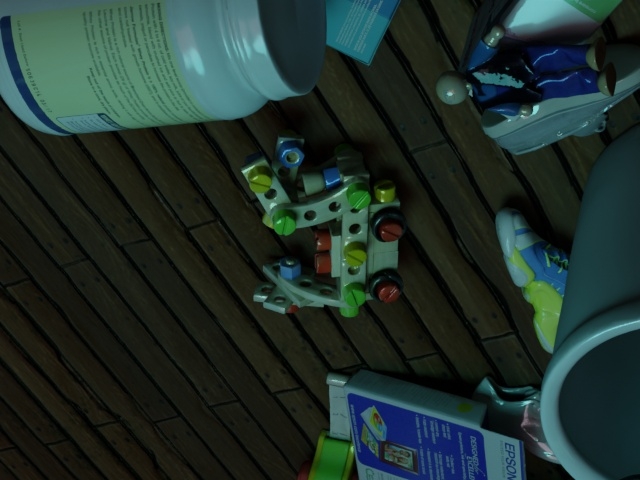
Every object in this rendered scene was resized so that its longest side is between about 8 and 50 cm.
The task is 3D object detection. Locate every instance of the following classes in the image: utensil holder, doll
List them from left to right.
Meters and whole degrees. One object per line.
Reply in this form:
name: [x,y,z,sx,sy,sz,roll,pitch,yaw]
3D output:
doll: [0.209,-0.177,1.362,0.189,0.046,0.129,-5,138,31]
utensil holder: [0.436,0.076,1.492,0.328,0.385,0.327,9,132,10]

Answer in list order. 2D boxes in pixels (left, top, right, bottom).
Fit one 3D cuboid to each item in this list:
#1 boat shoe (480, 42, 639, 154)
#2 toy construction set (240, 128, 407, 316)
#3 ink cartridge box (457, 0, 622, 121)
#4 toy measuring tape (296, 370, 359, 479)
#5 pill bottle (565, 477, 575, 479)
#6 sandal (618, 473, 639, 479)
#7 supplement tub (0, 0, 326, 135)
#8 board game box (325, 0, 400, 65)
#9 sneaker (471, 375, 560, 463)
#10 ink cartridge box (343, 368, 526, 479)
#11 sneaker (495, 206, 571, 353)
boat shoe: [0.304,-0.164,1.544,0.227,0.079,0.081,-21,130,38]
toy construction set: [0.000,0.000,1.730,0.215,0.151,0.327,-6,141,-9]
ink cartridge box: [0.247,-0.258,1.417,0.093,0.154,0.212,29,133,-8]
toy measuring tape: [0.017,0.358,2.065,0.121,0.121,0.330,10,132,10]
pill bottle: [0.451,0.434,1.949,0.302,0.169,0.169,-15,124,28]
sandal: [0.360,0.297,1.428,0.067,0.040,0.179,1,145,25]
supplement tub: [-0.178,-0.242,1.412,0.325,0.235,0.235,-3,129,21]
board game box: [-0.043,-0.380,1.459,0.336,0.079,0.253,25,134,-3]
sneaker: [0.327,0.262,1.910,0.212,0.080,0.094,17,121,5]
ink cartridge box: [0.192,0.361,1.963,0.307,0.072,0.303,12,127,31]
sneaker: [0.320,0.039,1.718,0.126,0.091,0.240,-21,122,11]
